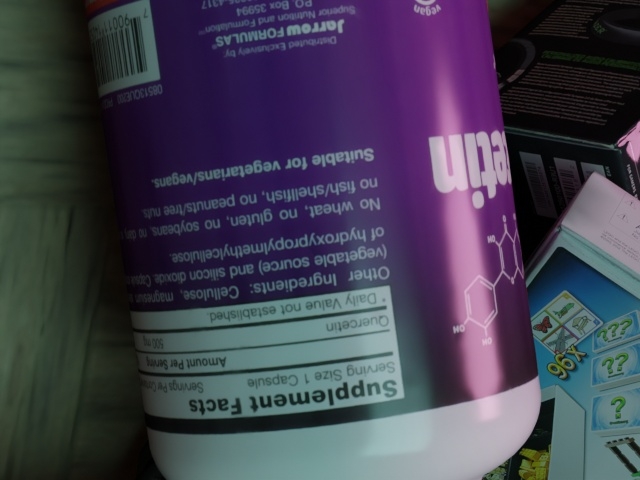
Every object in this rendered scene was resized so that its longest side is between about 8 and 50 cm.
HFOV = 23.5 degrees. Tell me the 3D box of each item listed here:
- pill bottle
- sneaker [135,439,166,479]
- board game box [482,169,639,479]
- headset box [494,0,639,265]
[{"bbox_3d":[0.000,0.000,0.701,0.181,0.181,0.323,-9,92,-30],"label":"pill bottle"},{"bbox_3d":[-0.086,0.157,0.774,0.104,0.147,0.295,-37,150,25],"label":"sneaker"},{"bbox_3d":[0.149,0.120,0.814,0.053,0.193,0.305,-51,174,-40],"label":"board game box"},{"bbox_3d":[0.221,-0.040,0.887,0.283,0.131,0.246,-42,127,-29],"label":"headset box"}]
